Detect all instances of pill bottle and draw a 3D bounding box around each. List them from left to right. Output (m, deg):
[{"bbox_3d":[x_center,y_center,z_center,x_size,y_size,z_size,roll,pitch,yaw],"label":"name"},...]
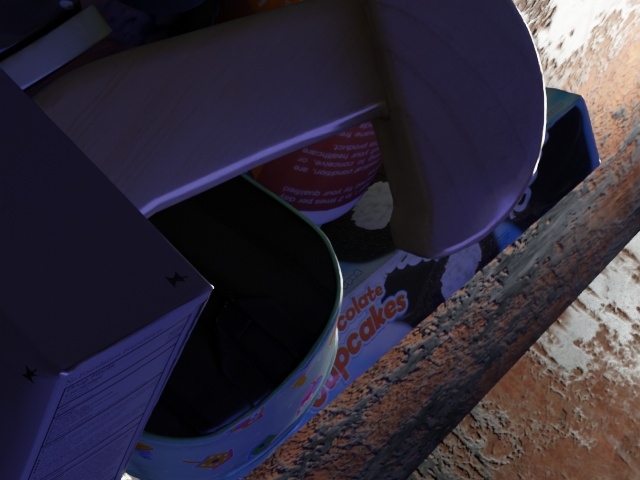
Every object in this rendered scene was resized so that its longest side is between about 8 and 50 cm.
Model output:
[{"bbox_3d":[-0.011,-0.085,0.902,0.121,0.121,0.216,-32,158,-43],"label":"pill bottle"}]

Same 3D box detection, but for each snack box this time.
[{"bbox_3d":[0.000,0.000,1.035,0.322,0.187,0.060,-39,126,-25],"label":"snack box"}]

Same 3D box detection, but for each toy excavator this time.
[{"bbox_3d":[-0.151,0.074,0.654,0.222,0.433,0.445,-152,-108,-81],"label":"toy excavator"}]

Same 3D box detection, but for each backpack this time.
[{"bbox_3d":[-0.084,0.037,0.840,0.166,0.188,0.144,-47,156,-28],"label":"backpack"}]

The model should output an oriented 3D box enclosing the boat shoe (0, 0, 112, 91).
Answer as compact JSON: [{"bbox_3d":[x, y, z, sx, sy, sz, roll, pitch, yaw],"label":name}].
[{"bbox_3d":[-0.187,-0.054,0.628,0.228,0.068,0.081,-35,-170,-31],"label":"boat shoe"}]

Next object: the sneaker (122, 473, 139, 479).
[{"bbox_3d":[-0.192,0.235,1.331,0.083,0.084,0.215,-40,167,33],"label":"sneaker"}]

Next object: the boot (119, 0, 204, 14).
[{"bbox_3d":[-0.071,-0.203,0.474,0.207,0.094,0.246,22,89,-58],"label":"boot"}]

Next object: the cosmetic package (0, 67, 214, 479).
[{"bbox_3d":[-0.142,-0.027,0.480,0.060,0.239,0.099,-29,157,-43],"label":"cosmetic package"}]
